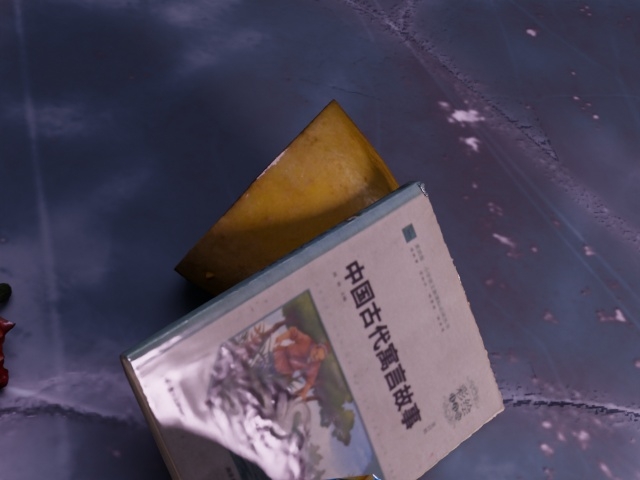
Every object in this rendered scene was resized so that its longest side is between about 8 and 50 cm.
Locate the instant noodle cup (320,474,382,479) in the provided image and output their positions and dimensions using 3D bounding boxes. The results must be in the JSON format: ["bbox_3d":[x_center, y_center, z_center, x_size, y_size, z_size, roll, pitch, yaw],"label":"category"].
[{"bbox_3d":[0.009,0.259,0.609,0.240,0.240,0.178,-5,47,-20],"label":"instant noodle cup"}]

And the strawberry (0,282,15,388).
[{"bbox_3d":[-0.330,0.077,0.732,0.188,0.106,0.286,24,49,6],"label":"strawberry"}]

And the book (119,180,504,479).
[{"bbox_3d":[0.008,0.106,0.770,0.282,0.025,0.215,-32,110,-32],"label":"book"}]

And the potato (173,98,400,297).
[{"bbox_3d":[0.000,0.000,0.865,0.158,0.178,0.203,44,29,0],"label":"potato"}]
